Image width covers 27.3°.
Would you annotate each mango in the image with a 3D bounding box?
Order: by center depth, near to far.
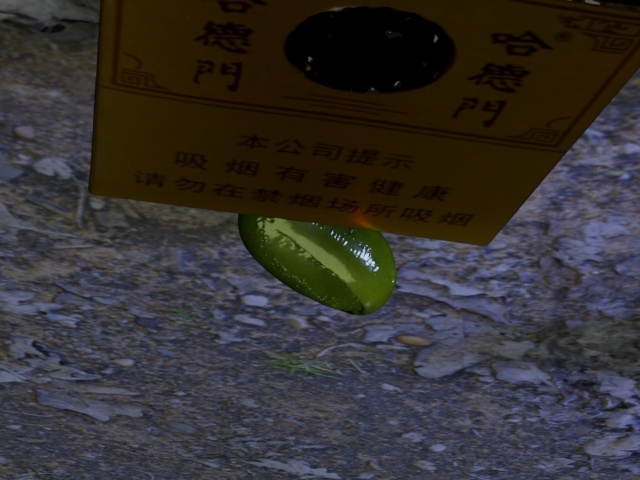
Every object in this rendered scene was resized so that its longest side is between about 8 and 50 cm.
[{"bbox_3d":[0.000,0.000,1.032,0.091,0.074,0.165,-8,144,36],"label":"mango"}]

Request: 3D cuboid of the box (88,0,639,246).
[{"bbox_3d":[0.023,-0.134,0.646,0.264,0.116,0.415,9,158,-9],"label":"box"}]
